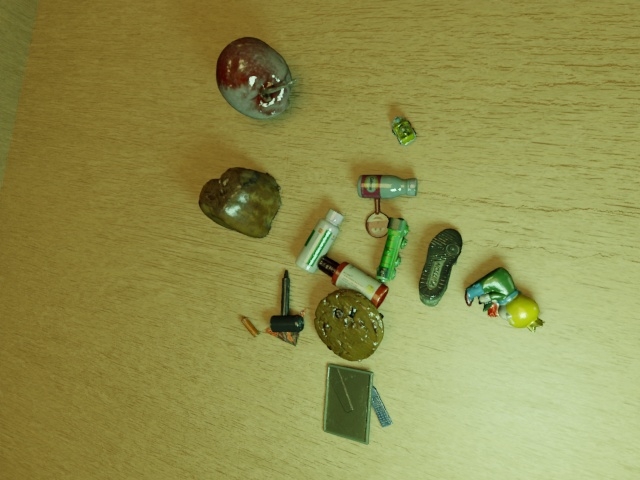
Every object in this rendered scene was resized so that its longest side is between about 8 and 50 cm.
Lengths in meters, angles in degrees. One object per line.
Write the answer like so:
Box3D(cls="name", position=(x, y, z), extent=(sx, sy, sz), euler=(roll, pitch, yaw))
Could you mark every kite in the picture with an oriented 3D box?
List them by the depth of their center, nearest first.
Box3D(cls="kite", position=(-0.123, 0.377, 1.803), extent=(0.223, 0.008, 0.125), euler=(-30, 78, 16))

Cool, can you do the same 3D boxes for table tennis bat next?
Box3D(cls="table tennis bat", position=(0.221, -0.086, 1.708), extent=(0.098, 0.019, 0.154), euler=(-2, 88, 20))

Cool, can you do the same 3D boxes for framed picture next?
Box3D(cls="framed picture", position=(0.103, 0.613, 1.676), extent=(0.193, 0.018, 0.264), euler=(3, 87, 30))

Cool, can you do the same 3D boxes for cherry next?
Box3D(cls="cherry", position=(-0.259, -0.655, 1.790), extent=(0.291, 0.334, 0.326), euler=(-38, 116, 18))

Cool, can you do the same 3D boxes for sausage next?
Box3D(cls="sausage", position=(-0.298, 0.359, 1.856), extent=(0.107, 0.031, 0.031), euler=(45, 101, 17))

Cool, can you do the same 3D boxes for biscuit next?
Box3D(cls="biscuit", position=(0.098, 0.318, 1.640), extent=(0.296, 0.075, 0.295), euler=(10, 109, 31))

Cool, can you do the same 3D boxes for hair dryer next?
Box3D(cls="hair dryer", position=(-0.129, 0.243, 1.784), extent=(0.129, 0.070, 0.255), euler=(-2, 77, 22))

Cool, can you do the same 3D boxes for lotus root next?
Box3D(cls="lotus root", position=(-0.347, -0.185, 1.829), extent=(0.317, 0.250, 0.315), euler=(-7, 74, 26))

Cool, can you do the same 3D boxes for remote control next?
Box3D(cls="remote control", position=(0.217, 0.614, 1.646), extent=(0.044, 0.027, 0.152), euler=(-26, 78, 13))

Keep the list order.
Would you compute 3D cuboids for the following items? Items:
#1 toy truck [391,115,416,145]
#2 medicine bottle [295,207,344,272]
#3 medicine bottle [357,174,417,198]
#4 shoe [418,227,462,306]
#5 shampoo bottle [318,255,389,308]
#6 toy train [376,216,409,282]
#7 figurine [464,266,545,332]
Box3D(cls="toy truck", position=(0.308, -0.421, 1.669), extent=(0.076, 0.077, 0.111), euler=(-31, 76, 15))
Box3D(cls="medicine bottle", position=(0.000, 0.000, 1.741), extent=(0.095, 0.095, 0.259), euler=(35, 99, 20))
Box3D(cls="medicine bottle", position=(0.252, -0.203, 1.665), extent=(0.217, 0.090, 0.090), euler=(3, 87, 21))
Box3D(cls="shoe", position=(0.416, 0.103, 1.574), extent=(0.109, 0.149, 0.292), euler=(21, 61, 17))
Box3D(cls="shampoo bottle", position=(0.116, 0.150, 1.679), extent=(0.278, 0.104, 0.104), euler=(30, 96, 20))
Box3D(cls="toy train", position=(0.260, 0.035, 1.629), extent=(0.085, 0.119, 0.250), euler=(15, 90, 20))
Box3D(cls="figurine", position=(0.613, 0.223, 1.484), extent=(0.185, 0.127, 0.234), euler=(-38, 84, 19))
